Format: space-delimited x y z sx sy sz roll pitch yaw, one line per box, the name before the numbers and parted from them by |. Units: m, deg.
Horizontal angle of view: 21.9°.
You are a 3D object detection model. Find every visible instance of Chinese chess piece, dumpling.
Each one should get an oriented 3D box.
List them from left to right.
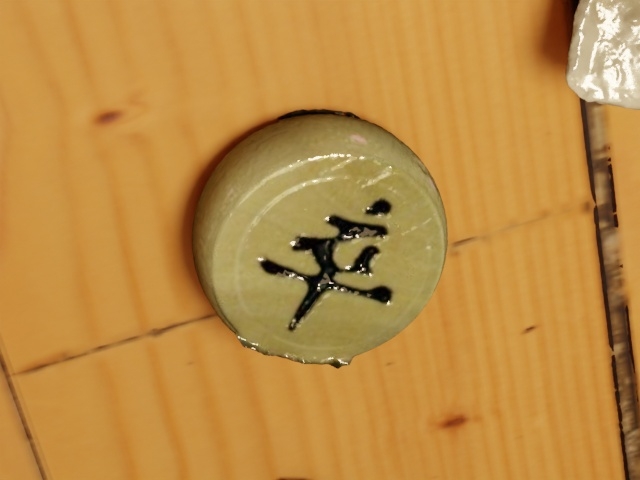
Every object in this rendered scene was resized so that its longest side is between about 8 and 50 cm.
Chinese chess piece | 0.000 0.000 1.210 0.188 0.083 0.188 -5 120 -9
dumpling | 0.249 -0.170 1.171 0.176 0.092 0.150 -13 109 4
